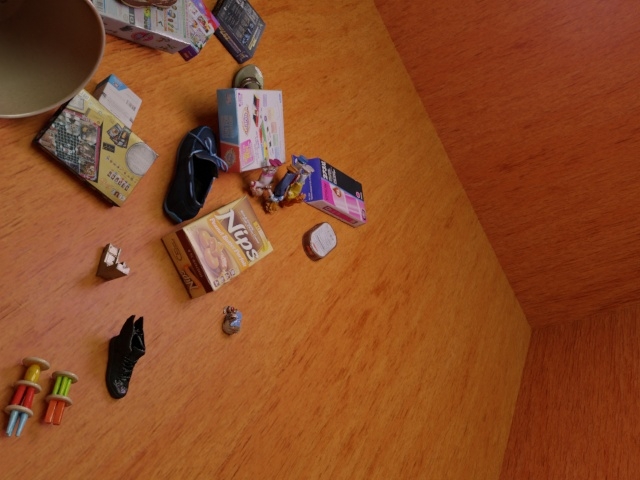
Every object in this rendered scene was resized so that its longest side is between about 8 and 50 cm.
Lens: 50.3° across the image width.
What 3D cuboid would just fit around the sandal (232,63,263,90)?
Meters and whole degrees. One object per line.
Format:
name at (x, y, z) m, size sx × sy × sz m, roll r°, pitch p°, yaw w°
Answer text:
sandal at (-0.233, -0.466, 2.204) m, size 0.120 × 0.086 × 0.302 m, roll 49°, pitch 37°, yaw -31°

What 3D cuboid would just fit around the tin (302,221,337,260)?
tin at (0.000, 0.000, 2.345) m, size 0.106 × 0.040 × 0.190 m, roll 60°, pitch 32°, yaw -7°

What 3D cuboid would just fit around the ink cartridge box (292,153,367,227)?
ink cartridge box at (0.037, -0.184, 2.487) m, size 0.371 × 0.069 × 0.175 m, roll 22°, pitch 54°, yaw -48°

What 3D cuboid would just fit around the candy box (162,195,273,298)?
candy box at (-0.272, 0.011, 1.864) m, size 0.316 × 0.088 × 0.182 m, roll -37°, pitch 104°, yaw -58°

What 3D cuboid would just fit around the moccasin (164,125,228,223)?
moccasin at (-0.322, -0.188, 1.873) m, size 0.138 × 0.117 × 0.341 m, roll 40°, pitch 41°, yaw -40°

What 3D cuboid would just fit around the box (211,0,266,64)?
box at (-0.281, -0.736, 2.313) m, size 0.183 × 0.059 × 0.232 m, roll 47°, pitch 37°, yaw -32°

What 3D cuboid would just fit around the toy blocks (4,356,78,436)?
toy blocks at (-0.538, 0.315, 1.307) m, size 0.123 × 0.054 × 0.148 m, roll 40°, pitch 42°, yaw -38°

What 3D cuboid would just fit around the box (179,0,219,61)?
box at (-0.444, -0.712, 2.047) m, size 0.293 × 0.057 × 0.200 m, roll 50°, pitch 38°, yaw -28°

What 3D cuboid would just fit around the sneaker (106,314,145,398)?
sneaker at (-0.421, 0.254, 1.490) m, size 0.051 × 0.089 × 0.170 m, roll 22°, pitch 54°, yaw -50°

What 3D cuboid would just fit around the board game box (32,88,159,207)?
board game box at (-0.518, -0.214, 1.589) m, size 0.243 × 0.042 × 0.165 m, roll 45°, pitch 68°, yaw -35°

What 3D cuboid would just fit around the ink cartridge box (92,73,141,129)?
ink cartridge box at (-0.523, -0.312, 1.690) m, size 0.104 × 0.060 × 0.180 m, roll 44°, pitch 39°, yaw -35°

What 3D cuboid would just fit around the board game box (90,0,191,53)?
board game box at (-0.500, -0.655, 1.831) m, size 0.303 × 0.098 × 0.223 m, roll 6°, pitch 77°, yaw -47°

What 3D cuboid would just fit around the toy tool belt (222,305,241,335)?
toy tool belt at (-0.231, 0.212, 1.845) m, size 0.052 × 0.051 × 0.083 m, roll 35°, pitch 45°, yaw -44°

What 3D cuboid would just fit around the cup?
cup at (-0.646, -0.452, 1.387) m, size 0.237 × 0.331 × 0.331 m, roll 52°, pitch 25°, yaw 23°

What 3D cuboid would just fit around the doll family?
doll family at (-0.112, -0.167, 2.161) m, size 0.118 × 0.163 × 0.263 m, roll 43°, pitch 27°, yaw 17°

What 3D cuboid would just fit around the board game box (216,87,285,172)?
board game box at (-0.205, -0.342, 2.083) m, size 0.316 × 0.064 × 0.242 m, roll -26°, pitch 115°, yaw -66°

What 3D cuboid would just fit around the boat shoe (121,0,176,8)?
boat shoe at (-0.444, -0.643, 1.772) m, size 0.178 × 0.060 × 0.064 m, roll -18°, pitch 95°, yaw -49°

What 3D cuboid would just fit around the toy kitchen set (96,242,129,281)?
toy kitchen set at (-0.456, 0.052, 1.566) m, size 0.068 × 0.075 × 0.083 m, roll 39°, pitch 46°, yaw -41°
